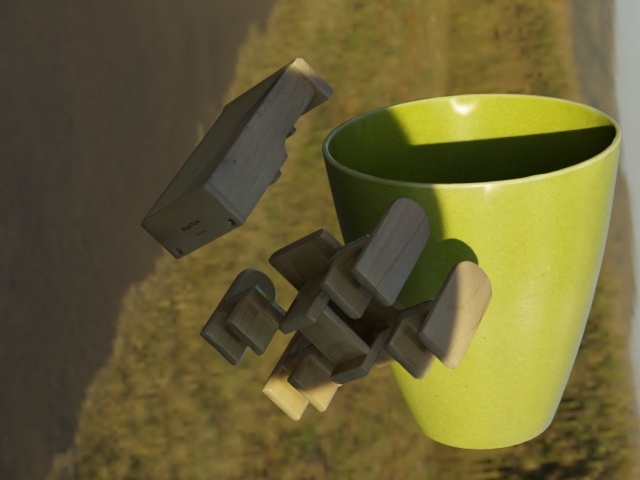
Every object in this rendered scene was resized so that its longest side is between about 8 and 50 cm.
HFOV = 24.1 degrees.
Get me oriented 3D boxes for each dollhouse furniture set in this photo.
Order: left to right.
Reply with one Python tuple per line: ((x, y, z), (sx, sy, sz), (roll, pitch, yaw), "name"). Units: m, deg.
((0.000, 0.000, 1.240), (0.242, 0.212, 0.161), (45, 51, -17), "dollhouse furniture set")

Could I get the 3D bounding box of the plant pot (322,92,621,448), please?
((0.150, 0.038, 1.431), (0.275, 0.275, 0.293), (-77, 163, -67), "plant pot")
